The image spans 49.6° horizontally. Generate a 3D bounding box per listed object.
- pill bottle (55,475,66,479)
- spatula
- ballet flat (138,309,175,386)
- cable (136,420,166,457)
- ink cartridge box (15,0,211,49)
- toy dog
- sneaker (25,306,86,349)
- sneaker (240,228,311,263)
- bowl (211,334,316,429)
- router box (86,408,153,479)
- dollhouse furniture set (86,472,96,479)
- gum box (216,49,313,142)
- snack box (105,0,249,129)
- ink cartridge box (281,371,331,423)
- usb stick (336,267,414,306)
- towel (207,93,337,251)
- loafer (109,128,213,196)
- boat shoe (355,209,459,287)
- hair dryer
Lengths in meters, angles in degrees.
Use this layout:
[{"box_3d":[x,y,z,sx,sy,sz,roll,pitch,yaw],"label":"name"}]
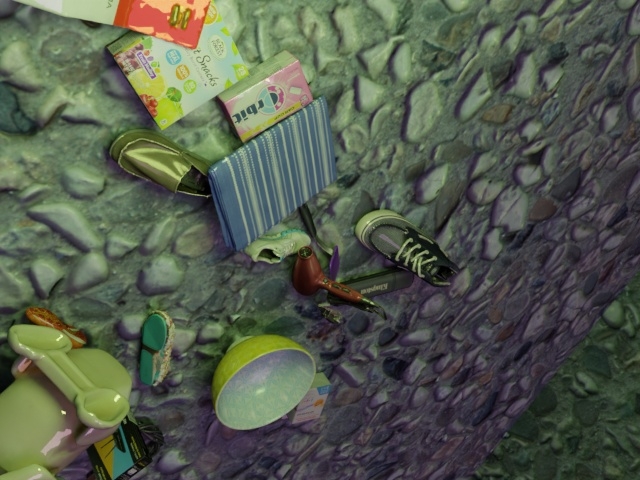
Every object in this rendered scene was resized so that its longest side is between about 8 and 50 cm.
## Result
[{"box_3d":[-0.785,0.625,1.602,0.363,0.210,0.210,26,106,-45],"label":"pill bottle"},{"box_3d":[0.000,0.000,1.771,0.030,0.084,0.296,-5,137,27],"label":"spatula"},{"box_3d":[-0.394,0.251,1.688,0.077,0.091,0.241,-36,153,-53],"label":"ballet flat"},{"box_3d":[-0.504,0.543,1.865,0.184,0.047,0.150,6,115,-36],"label":"cable"},{"box_3d":[-0.315,-0.488,1.074,0.385,0.091,0.308,10,110,-33],"label":"ink cartridge box"},{"box_3d":[-0.618,0.404,1.461,0.408,0.284,0.395,-48,178,3],"label":"toy dog"},{"box_3d":[-0.584,0.203,1.509,0.067,0.064,0.175,-41,137,-6],"label":"sneaker"},{"box_3d":[-0.100,0.024,1.696,0.191,0.083,0.071,-9,127,-31],"label":"sneaker"},{"box_3d":[-0.174,0.348,1.852,0.289,0.156,0.289,-19,132,-22],"label":"bowl"},{"box_3d":[-0.511,0.518,1.733,0.133,0.179,0.046,-37,139,-5],"label":"router box"},{"box_3d":[-0.601,0.677,1.881,0.114,0.091,0.081,-40,153,-5],"label":"dollhouse furniture set"},{"box_3d":[-0.112,-0.302,1.434,0.188,0.062,0.107,-33,137,-9],"label":"gum box"},{"box_3d":[-0.262,-0.337,1.295,0.207,0.070,0.174,-36,136,-8],"label":"snack box"},{"box_3d":[-0.045,0.499,2.136,0.104,0.061,0.181,-4,126,-33],"label":"ink cartridge box"},{"box_3d":[0.151,0.130,1.986,0.278,0.045,0.077,-12,131,-27],"label":"usb stick"},{"box_3d":[-0.099,-0.148,1.535,0.336,0.040,0.243,-38,140,-27],"label":"towel"},{"box_3d":[-0.304,-0.151,1.402,0.251,0.087,0.094,15,114,-42],"label":"loafer"},{"box_3d":[0.250,0.028,1.890,0.340,0.158,0.127,18,112,-43],"label":"boat shoe"},{"box_3d":[0.029,0.108,1.774,0.293,0.224,0.080,44,51,-32],"label":"hair dryer"}]
